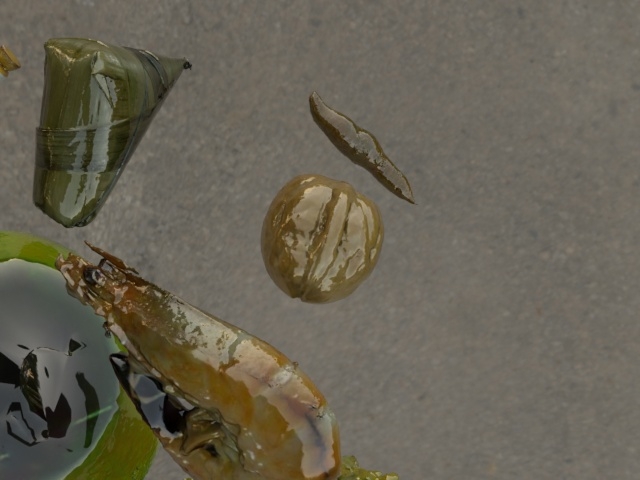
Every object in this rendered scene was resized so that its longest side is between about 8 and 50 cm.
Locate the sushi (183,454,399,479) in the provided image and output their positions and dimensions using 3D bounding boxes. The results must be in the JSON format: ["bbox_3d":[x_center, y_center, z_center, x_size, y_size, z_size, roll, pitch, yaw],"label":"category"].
[{"bbox_3d":[-0.045,0.462,1.218,0.396,0.240,0.351,-4,72,7],"label":"sushi"}]

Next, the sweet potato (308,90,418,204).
[{"bbox_3d":[0.076,-0.159,1.555,0.274,0.067,0.067,41,65,-17],"label":"sweet potato"}]

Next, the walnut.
[{"bbox_3d":[0.000,0.000,1.119,0.166,0.149,0.166,2,82,-13],"label":"walnut"}]

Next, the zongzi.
[{"bbox_3d":[-0.255,-0.133,1.097,0.112,0.242,0.221,20,104,18],"label":"zongzi"}]

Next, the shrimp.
[{"bbox_3d":[-0.109,0.115,0.705,0.287,0.152,0.063,34,32,15],"label":"shrimp"}]

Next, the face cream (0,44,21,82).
[{"bbox_3d":[-0.605,-0.268,1.525,0.182,0.072,0.051,-35,105,0],"label":"face cream"}]

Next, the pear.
[{"bbox_3d":[-0.336,0.168,0.971,0.399,0.165,0.399,6,77,-25],"label":"pear"}]
